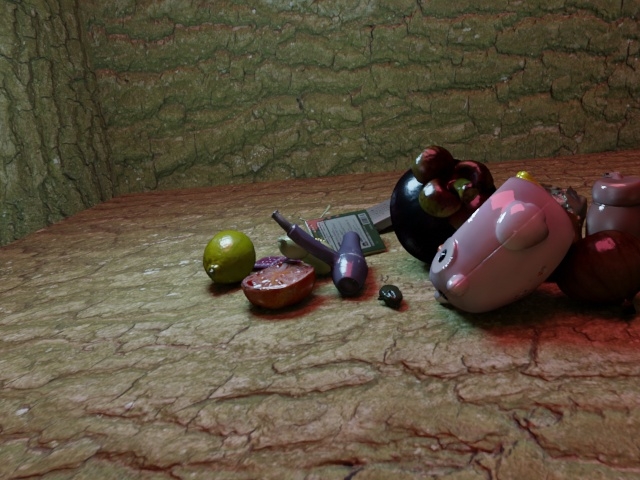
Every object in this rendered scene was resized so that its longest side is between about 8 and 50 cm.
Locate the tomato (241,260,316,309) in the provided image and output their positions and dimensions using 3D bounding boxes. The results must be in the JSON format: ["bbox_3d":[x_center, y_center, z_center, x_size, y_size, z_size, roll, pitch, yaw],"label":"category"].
[{"bbox_3d":[-0.125,0.146,1.707,0.236,0.095,0.237,-9,18,3],"label":"tomato"}]

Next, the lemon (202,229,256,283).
[{"bbox_3d":[-0.320,0.063,1.917,0.184,0.184,0.248,-2,27,14],"label":"lemon"}]

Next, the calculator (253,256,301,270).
[{"bbox_3d":[-0.160,0.086,2.042,0.190,0.034,0.126,-5,16,26],"label":"calculator"}]

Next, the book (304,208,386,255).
[{"bbox_3d":[0.093,-0.017,2.089,0.264,0.027,0.202,-12,58,-20],"label":"book"}]

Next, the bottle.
[{"bbox_3d":[0.870,-0.045,1.612,0.173,0.297,0.206,-3,17,18],"label":"bottle"}]

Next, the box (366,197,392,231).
[{"bbox_3d":[0.310,-0.129,2.416,0.365,0.051,0.204,-25,21,-12],"label":"box"}]

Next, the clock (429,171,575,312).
[{"bbox_3d":[0.479,0.038,1.466,0.376,0.250,0.368,-43,-11,-6],"label":"clock"}]

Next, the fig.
[{"bbox_3d":[0.742,0.080,1.432,0.235,0.214,0.235,-29,2,1],"label":"fig"}]

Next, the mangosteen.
[{"bbox_3d":[0.406,-0.110,1.793,0.382,0.382,0.435,-2,-20,16],"label":"mangosteen"}]

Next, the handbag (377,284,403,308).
[{"bbox_3d":[0.206,0.163,1.596,0.072,0.047,0.111,-4,15,-11],"label":"handbag"}]

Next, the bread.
[{"bbox_3d":[0.699,-0.041,1.710,0.250,0.279,0.225,11,6,23],"label":"bread"}]

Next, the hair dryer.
[{"bbox_3d":[0.000,0.000,1.763,0.361,0.121,0.301,34,27,-15],"label":"hair dryer"}]

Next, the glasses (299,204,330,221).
[{"bbox_3d":[0.011,-0.025,2.164,0.239,0.207,0.102,-10,-24,-16],"label":"glasses"}]

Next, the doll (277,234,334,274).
[{"bbox_3d":[-0.039,0.034,1.856,0.141,0.117,0.296,26,-5,41],"label":"doll"}]
